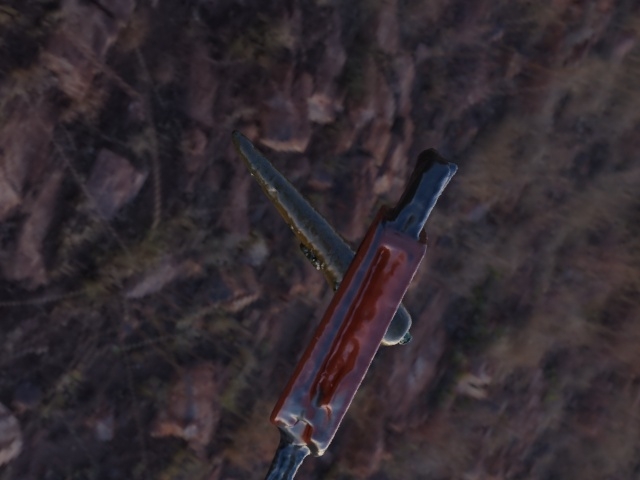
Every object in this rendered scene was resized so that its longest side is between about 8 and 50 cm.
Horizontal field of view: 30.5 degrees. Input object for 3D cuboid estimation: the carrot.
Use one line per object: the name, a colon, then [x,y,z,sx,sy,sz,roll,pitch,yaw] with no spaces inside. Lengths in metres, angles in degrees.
carrot: [0.000,0.000,1.063,0.049,0.049,0.254,-45,104,-27]

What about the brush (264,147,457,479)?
brush: [0.014,0.078,0.878,0.070,0.051,0.323,-87,-159,-77]
